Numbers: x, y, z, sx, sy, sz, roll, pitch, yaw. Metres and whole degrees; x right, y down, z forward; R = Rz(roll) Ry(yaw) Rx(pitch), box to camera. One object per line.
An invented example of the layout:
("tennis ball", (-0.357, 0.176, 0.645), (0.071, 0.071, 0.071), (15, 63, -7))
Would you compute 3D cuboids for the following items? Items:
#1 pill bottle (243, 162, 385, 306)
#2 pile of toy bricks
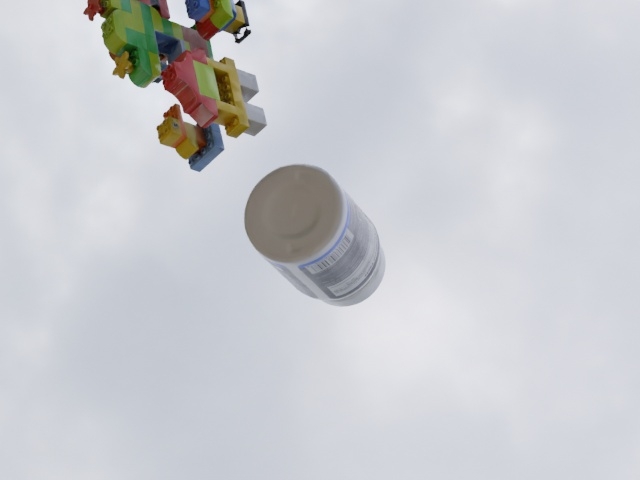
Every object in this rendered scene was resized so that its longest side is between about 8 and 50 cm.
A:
("pill bottle", (0.000, 0.000, 1.398), (0.078, 0.137, 0.078), (-6, -110, 16))
("pile of toy bricks", (-0.125, -0.152, 1.383), (0.118, 0.105, 0.212), (-39, -130, 34))
